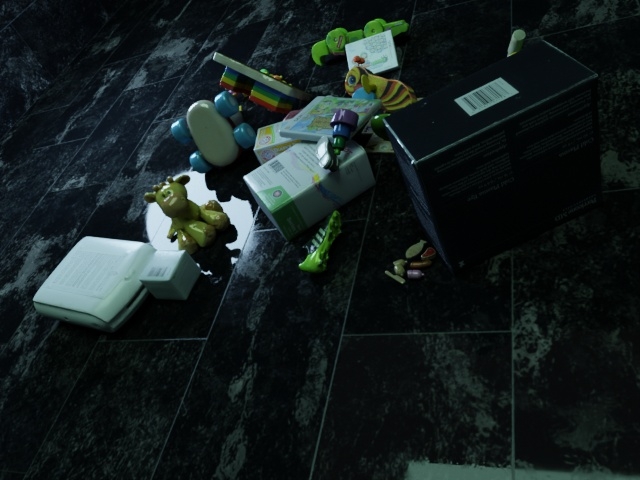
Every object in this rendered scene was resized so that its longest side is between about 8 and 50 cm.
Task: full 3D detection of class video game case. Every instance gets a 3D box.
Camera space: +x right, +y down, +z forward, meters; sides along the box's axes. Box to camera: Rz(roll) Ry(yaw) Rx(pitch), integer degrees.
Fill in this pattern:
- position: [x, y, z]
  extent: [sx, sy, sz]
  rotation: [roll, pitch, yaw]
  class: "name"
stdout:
- position: [0.165, -0.595, 1.832]
  extent: [0.157, 0.019, 0.143]
  rotation: [-14, 70, 16]
  class: "video game case"
- position: [0.026, -0.324, 1.503]
  extent: [0.213, 0.023, 0.193]
  rotation: [14, 48, 34]
  class: "video game case"

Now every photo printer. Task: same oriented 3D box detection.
- position: [-0.575, 0.112, 1.503]
  extent: [0.308, 0.107, 0.255]
  rotation: [4, 51, 31]
  class: "photo printer"

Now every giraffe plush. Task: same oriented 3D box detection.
- position: [-0.375, -0.087, 1.545]
  extent: [0.181, 0.170, 0.210]
  rotation: [-46, 44, -18]
  class: "giraffe plush"

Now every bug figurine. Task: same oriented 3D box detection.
- position: [-0.245, -0.526, 1.979]
  extent: [0.279, 0.072, 0.216]
  rotation: [-22, 35, 5]
  class: "bug figurine"

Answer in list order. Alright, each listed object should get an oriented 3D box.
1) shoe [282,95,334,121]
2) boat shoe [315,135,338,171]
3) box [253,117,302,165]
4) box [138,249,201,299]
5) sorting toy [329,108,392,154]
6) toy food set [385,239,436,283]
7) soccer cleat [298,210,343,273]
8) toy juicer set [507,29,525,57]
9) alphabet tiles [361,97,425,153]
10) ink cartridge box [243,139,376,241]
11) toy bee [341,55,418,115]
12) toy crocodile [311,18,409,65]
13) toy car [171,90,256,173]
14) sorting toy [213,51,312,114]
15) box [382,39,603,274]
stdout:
- position: [-0.037, -0.393, 1.749]
  extent: [0.178, 0.063, 0.081]
  rotation: [-43, 48, -9]
  class: "shoe"
- position: [0.018, -0.210, 1.377]
  extent: [0.046, 0.038, 0.125]
  rotation: [-47, 32, 25]
  class: "boat shoe"
- position: [-0.075, -0.277, 1.623]
  extent: [0.203, 0.103, 0.114]
  rotation: [-13, 43, 18]
  class: "box"
- position: [-0.378, 0.087, 1.433]
  extent: [0.101, 0.087, 0.101]
  rotation: [-2, 47, 28]
  class: "box"
- position: [0.195, -0.214, 1.337]
  extent: [0.366, 0.127, 0.126]
  rotation: [11, 81, 5]
  class: "sorting toy"
- position: [0.201, 0.051, 1.206]
  extent: [0.122, 0.019, 0.078]
  rotation: [-36, 41, -20]
  class: "toy food set"
- position: [0.000, 0.000, 1.337]
  extent: [0.073, 0.060, 0.178]
  rotation: [0, 51, 31]
  class: "soccer cleat"
- position: [0.429, -0.373, 1.339]
  extent: [0.090, 0.209, 0.328]
  rotation: [5, 56, 10]
  class: "toy juicer set"
- position: [0.215, -0.323, 1.582]
  extent: [0.199, 0.009, 0.237]
  rotation: [8, 52, 34]
  class: "alphabet tiles"
- position: [-0.028, -0.155, 1.463]
  extent: [0.278, 0.117, 0.201]
  rotation: [-33, 42, -7]
  class: "ink cartridge box"
- position: [0.130, -0.434, 1.589]
  extent: [0.299, 0.162, 0.195]
  rotation: [7, 10, 8]
  class: "toy bee"
- position: [0.132, -0.680, 1.923]
  extent: [0.341, 0.105, 0.115]
  rotation: [-9, 22, 14]
  class: "toy crocodile"
- position: [-0.303, -0.356, 1.807]
  extent: [0.219, 0.210, 0.238]
  rotation: [-25, 11, 24]
  class: "toy car"
- position: [-0.184, -0.474, 1.764]
  extent: [0.257, 0.255, 0.089]
  rotation: [27, 104, 7]
  class: "sorting toy"
- position: [0.343, -0.153, 1.110]
  extent: [0.344, 0.312, 0.178]
  rotation: [-25, 41, 3]
  class: "box"
